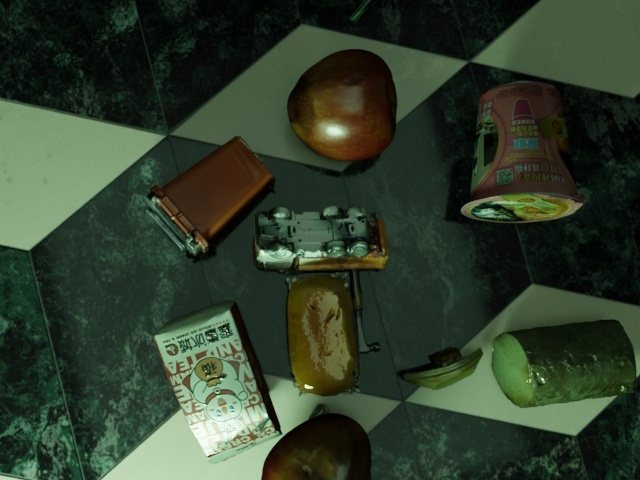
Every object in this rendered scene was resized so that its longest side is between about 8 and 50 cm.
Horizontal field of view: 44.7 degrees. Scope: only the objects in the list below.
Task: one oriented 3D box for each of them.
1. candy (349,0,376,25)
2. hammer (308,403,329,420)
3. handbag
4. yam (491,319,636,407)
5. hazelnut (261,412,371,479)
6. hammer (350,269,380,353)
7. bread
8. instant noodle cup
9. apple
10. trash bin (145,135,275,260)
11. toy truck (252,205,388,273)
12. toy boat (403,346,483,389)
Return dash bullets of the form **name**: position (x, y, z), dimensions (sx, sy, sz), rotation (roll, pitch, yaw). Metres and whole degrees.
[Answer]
- **candy**: position (0.211, -0.635, 1.666), dimensions (0.119, 0.119, 0.440), rotation (43, 91, 0)
- **hammer**: position (0.017, 0.374, 1.598), dimensions (0.083, 0.031, 0.052), rotation (34, 87, -11)
- **handbag**: position (-0.200, 0.282, 1.538), dimensions (0.171, 0.151, 0.297), rotation (-19, 94, -1)
- **yam**: position (0.499, 0.248, 1.577), dimensions (0.268, 0.161, 0.161), rotation (-6, 86, -7)
- **hazelnut**: position (0.002, 0.456, 1.496), dimensions (0.217, 0.217, 0.251), rotation (28, 89, -1)
- **hammer**: position (0.074, 0.137, 1.622), dimensions (0.078, 0.021, 0.200), rotation (-6, 85, -4)
- **bread**: position (0.004, 0.189, 1.561), dimensions (0.136, 0.107, 0.241), rotation (-6, 86, 8)
- **instant noodle cup**: position (0.406, -0.179, 1.583), dimensions (0.244, 0.244, 0.254), rotation (3, 78, -4)
- **apple**: position (0.044, -0.270, 1.560), dimensions (0.230, 0.230, 0.229), rotation (0, 85, -4)
- **trash bin**: position (-0.218, -0.090, 1.549), dimensions (0.239, 0.184, 0.161), rotation (-42, 89, -12)
- **toy truck**: position (0.000, 0.000, 1.569), dimensions (0.271, 0.135, 0.114), rotation (-1, 64, -7)
- **toy boat**: position (0.255, 0.263, 1.605), dimensions (0.172, 0.065, 0.066), rotation (-21, 65, -6)
